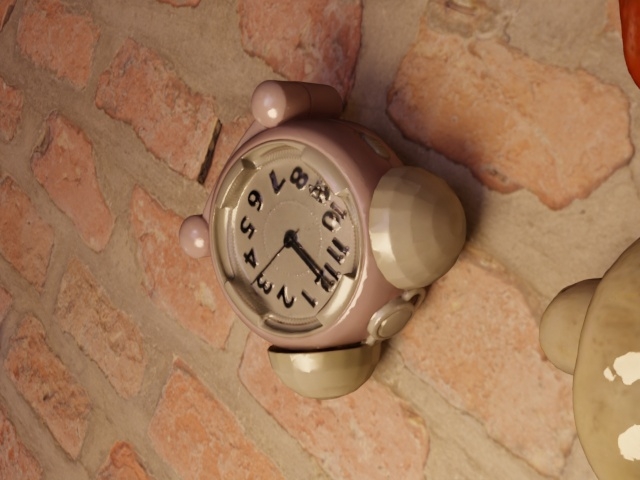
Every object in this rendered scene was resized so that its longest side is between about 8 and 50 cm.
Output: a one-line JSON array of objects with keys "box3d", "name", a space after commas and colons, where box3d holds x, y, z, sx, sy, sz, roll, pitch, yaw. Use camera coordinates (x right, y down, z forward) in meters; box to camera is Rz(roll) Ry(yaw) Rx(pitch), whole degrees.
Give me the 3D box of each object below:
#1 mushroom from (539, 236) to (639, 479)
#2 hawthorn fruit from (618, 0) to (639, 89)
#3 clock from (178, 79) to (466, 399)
[{"box3d": [0.327, 0.102, 0.770, 0.336, 0.314, 0.314, -178, 90, -73], "name": "mushroom"}, {"box3d": [0.354, -0.181, 0.770, 0.211, 0.211, 0.299, 21, 106, 44], "name": "hawthorn fruit"}, {"box3d": [0.000, 0.000, 1.152, 0.326, 0.184, 0.342, 50, 127, 30], "name": "clock"}]
